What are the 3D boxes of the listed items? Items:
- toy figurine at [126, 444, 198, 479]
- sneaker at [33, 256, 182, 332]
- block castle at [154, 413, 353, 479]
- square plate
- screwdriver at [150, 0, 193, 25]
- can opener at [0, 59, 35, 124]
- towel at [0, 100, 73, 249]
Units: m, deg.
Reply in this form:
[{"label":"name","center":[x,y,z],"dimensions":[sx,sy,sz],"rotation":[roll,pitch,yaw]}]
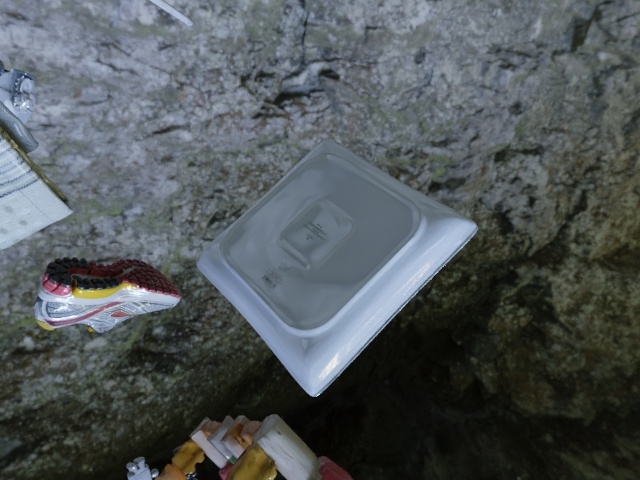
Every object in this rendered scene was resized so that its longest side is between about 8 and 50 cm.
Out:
[{"label":"toy figurine","center":[-0.432,0.672,1.210],"dimensions":[0.209,0.148,0.213],"rotation":[-14,-176,-4]},{"label":"sneaker","center":[-0.303,0.081,0.666],"dimensions":[0.088,0.093,0.225],"rotation":[40,-166,29]},{"label":"block castle","center":[-0.163,0.474,0.759],"dimensions":[0.213,0.453,0.303],"rotation":[48,-125,-6]},{"label":"square plate","center":[0.000,0.000,0.724],"dimensions":[0.344,0.049,0.347],"rotation":[-43,-127,-11]},{"label":"screwdriver","center":[-0.095,-0.118,0.185],"dimensions":[0.025,0.024,0.170],"rotation":[21,-170,18]},{"label":"can opener","center":[-0.443,-0.205,0.560],"dimensions":[0.093,0.074,0.280],"rotation":[14,-179,-8]},{"label":"towel","center":[-0.381,-0.052,0.274],"dimensions":[0.324,0.312,0.056],"rotation":[-28,-128,-8]}]
